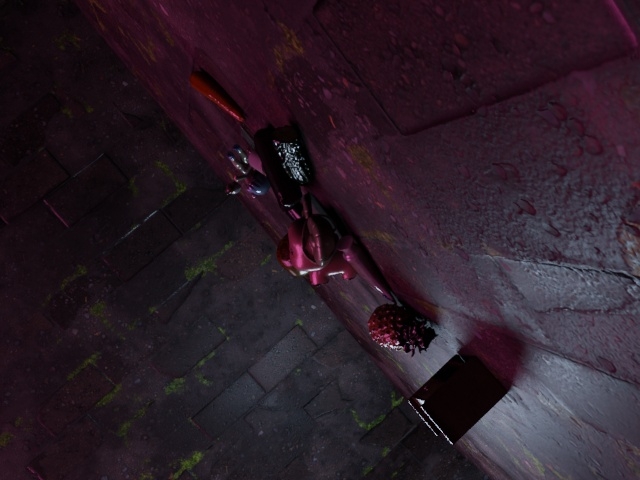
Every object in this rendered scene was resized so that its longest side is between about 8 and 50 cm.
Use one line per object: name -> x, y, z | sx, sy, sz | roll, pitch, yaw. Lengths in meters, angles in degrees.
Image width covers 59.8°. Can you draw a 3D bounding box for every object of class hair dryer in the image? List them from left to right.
hair dryer -> -0.141, -0.217, 1.918 | 0.236, 0.073, 0.131 | 43, 175, -35

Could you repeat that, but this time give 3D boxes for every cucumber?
cucumber -> -0.072, -0.219, 1.489 | 0.077, 0.077, 0.265 | 45, 170, 23

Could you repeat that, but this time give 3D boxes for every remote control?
remote control -> -0.021, -0.017, 2.133 | 0.398, 0.062, 0.144 | 49, 172, 2

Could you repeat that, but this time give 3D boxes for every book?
book -> -0.245, -0.350, 1.963 | 0.103, 0.017, 0.135 | 50, 171, -1

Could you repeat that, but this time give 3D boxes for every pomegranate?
pomegranate -> -0.067, 0.067, 2.279 | 0.246, 0.198, 0.198 | 45, 170, 32

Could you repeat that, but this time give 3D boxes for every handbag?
handbag -> -0.127, -0.211, 1.692 | 0.223, 0.080, 0.246 | 179, 68, -85

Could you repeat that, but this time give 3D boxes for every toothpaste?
toothpaste -> 0.153, 0.104, 1.811 | 0.100, 0.066, 0.323 | 28, 162, 48

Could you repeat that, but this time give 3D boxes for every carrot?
carrot -> -0.340, -0.472, 1.799 | 0.271, 0.062, 0.066 | 41, 136, 24

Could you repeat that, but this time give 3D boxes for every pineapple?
pineapple -> 0.274, 0.285, 1.779 | 0.157, 0.158, 0.279 | 52, 160, -18

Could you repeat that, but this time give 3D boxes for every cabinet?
cabinet -> 0.388, 0.450, 1.617 | 0.148, 0.215, 0.175 | 48, 171, 6

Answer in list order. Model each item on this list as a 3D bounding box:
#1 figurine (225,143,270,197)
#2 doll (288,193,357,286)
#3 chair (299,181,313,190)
figurine -> -0.274, -0.244, 2.083 | 0.103, 0.205, 0.260 | 15, 159, 27
doll -> 0.000, 0.000, 1.820 | 0.284, 0.217, 0.268 | -110, 10, -55
chair -> -0.052, -0.181, 1.679 | 0.042, 0.037, 0.086 | 33, 169, 24
